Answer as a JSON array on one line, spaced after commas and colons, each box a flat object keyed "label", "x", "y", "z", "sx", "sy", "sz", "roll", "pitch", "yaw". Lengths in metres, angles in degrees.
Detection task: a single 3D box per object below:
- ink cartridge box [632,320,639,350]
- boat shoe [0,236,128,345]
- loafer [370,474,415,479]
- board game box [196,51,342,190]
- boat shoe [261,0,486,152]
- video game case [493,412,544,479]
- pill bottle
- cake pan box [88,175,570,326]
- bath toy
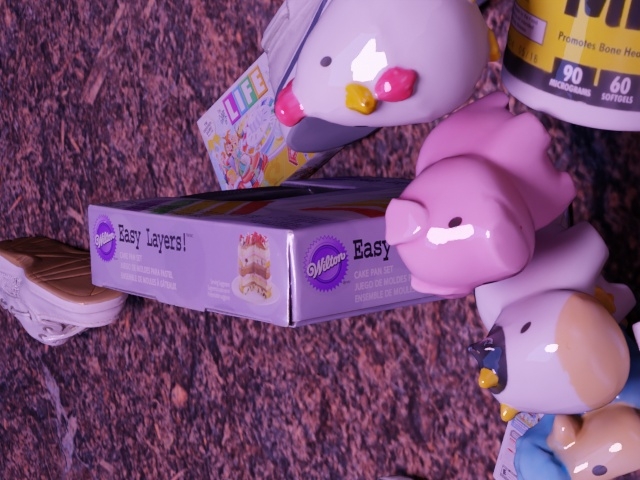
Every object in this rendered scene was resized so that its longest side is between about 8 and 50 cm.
[{"label": "ink cartridge box", "x": 0.287, "y": 0.118, "z": 0.838, "sx": 0.154, "sy": 0.093, "sz": 0.212, "roll": -28, "pitch": 78, "yaw": 52}, {"label": "boat shoe", "x": -0.271, "y": 0.063, "z": 1.578, "sx": 0.277, "sy": 0.098, "sz": 0.096, "roll": 19, "pitch": 115, "yaw": 60}, {"label": "loafer", "x": 0.118, "y": 0.284, "z": 1.104, "sx": 0.319, "sy": 0.112, "sz": 0.111, "roll": 33, "pitch": 131, "yaw": 53}, {"label": "board game box", "x": -0.045, "y": -0.091, "z": 1.286, "sx": 0.154, "sy": 0.026, "sz": 0.103, "roll": -39, "pitch": 67, "yaw": 51}, {"label": "boat shoe", "x": 0.046, "y": -0.216, "z": 1.061, "sx": 0.156, "sy": 0.136, "sz": 0.367, "roll": 69, "pitch": 152, "yaw": 19}, {"label": "video game case", "x": 0.168, "y": 0.143, "z": 1.073, "sx": 0.087, "sy": 0.011, "sz": 0.122, "roll": 39, "pitch": 129, "yaw": 42}, {"label": "pill bottle", "x": 0.181, "y": -0.179, "z": 0.881, "sx": 0.119, "sy": 0.119, "sz": 0.208, "roll": 34, "pitch": 125, "yaw": 44}, {"label": "cake pan box", "x": 0.000, "y": 0.000, "z": 1.067, "sx": 0.267, "sy": 0.246, "sz": 0.070, "roll": 7, "pitch": 101, "yaw": 54}, {"label": "bath toy", "x": 0.093, "y": -0.005, "z": 0.892, "sx": 0.348, "sy": 0.129, "sz": 0.151, "roll": 57, "pitch": 178, "yaw": -25}]
